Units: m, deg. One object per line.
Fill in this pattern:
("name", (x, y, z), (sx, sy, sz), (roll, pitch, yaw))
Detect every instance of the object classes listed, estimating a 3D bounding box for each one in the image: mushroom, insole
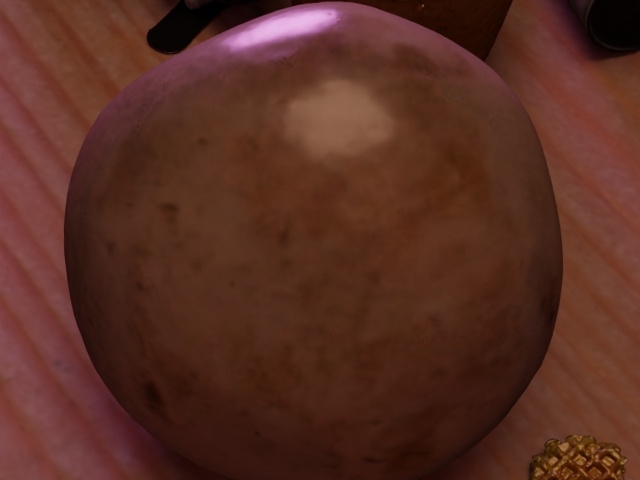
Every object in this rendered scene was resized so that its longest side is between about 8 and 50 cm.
("mushroom", (0.000, 0.000, 0.941), (0.297, 0.297, 0.290), (11, 16, 6))
("insole", (-0.087, -0.188, 1.211), (0.045, 0.002, 0.135), (27, 55, 19))

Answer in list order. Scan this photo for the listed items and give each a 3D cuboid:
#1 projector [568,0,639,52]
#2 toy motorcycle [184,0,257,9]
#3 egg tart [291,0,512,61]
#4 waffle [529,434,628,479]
("projector", (0.201, -0.302, 1.251), (0.108, 0.108, 0.337), (-11, 53, -11))
("toy motorcycle", (-0.077, -0.268, 1.229), (0.152, 0.073, 0.225), (10, 50, 15))
("egg tart", (0.054, -0.200, 1.137), (0.202, 0.147, 0.202), (2, 52, -3))
("waffle", (0.165, 0.156, 0.945), (0.078, 0.016, 0.085), (-7, 52, -9))
